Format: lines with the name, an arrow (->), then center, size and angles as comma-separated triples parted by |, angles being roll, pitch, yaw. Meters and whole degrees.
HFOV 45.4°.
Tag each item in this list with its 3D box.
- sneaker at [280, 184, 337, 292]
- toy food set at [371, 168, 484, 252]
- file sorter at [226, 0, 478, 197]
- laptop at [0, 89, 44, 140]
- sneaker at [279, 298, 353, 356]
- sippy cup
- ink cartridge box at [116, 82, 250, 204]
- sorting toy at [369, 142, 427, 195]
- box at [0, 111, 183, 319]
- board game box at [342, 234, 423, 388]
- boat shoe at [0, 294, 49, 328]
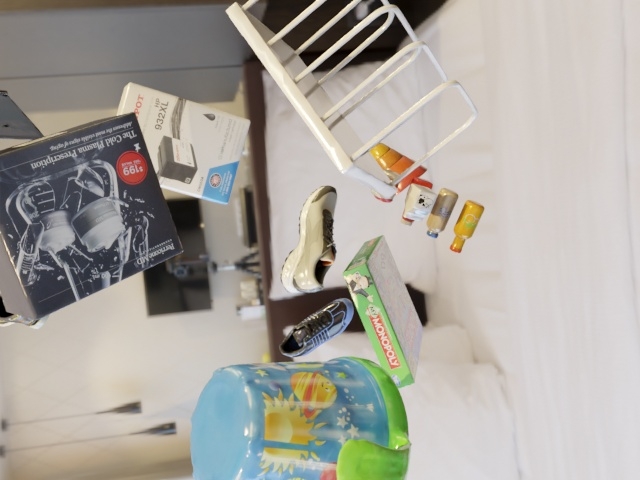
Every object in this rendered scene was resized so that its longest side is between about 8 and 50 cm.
sneaker -> 0.000, 0.000, 1.795 | 0.100, 0.108, 0.271 | 37, -116, -54
toy food set -> 0.185, -0.058, 1.469 | 0.104, 0.232, 0.111 | -69, 26, 17
file sorter -> 0.050, -0.228, 1.010 | 0.278, 0.173, 0.193 | 55, -166, 18
laptop -> -0.974, -0.265, 1.926 | 0.408, 0.382, 0.236 | -32, 71, 42
sneaker -> -0.012, 0.239, 2.056 | 0.081, 0.232, 0.090 | 55, -158, 23
sippy cup -> -0.041, 0.258, 1.007 | 0.305, 0.224, 0.240 | -45, 45, 37
ink cartridge box -> -0.357, -0.236, 1.892 | 0.129, 0.307, 0.223 | -161, 86, -71
sorting toy -> 0.145, -0.185, 1.781 | 0.126, 0.127, 0.365 | 52, -176, -8
box -> -0.502, -0.057, 1.540 | 0.179, 0.343, 0.312 | 3, 115, 50
board game box -> 0.120, 0.117, 1.382 | 0.317, 0.046, 0.213 | -44, -69, -76
boat shoe -> -0.692, 0.146, 1.702 | 0.068, 0.227, 0.081 | 41, -121, -44
